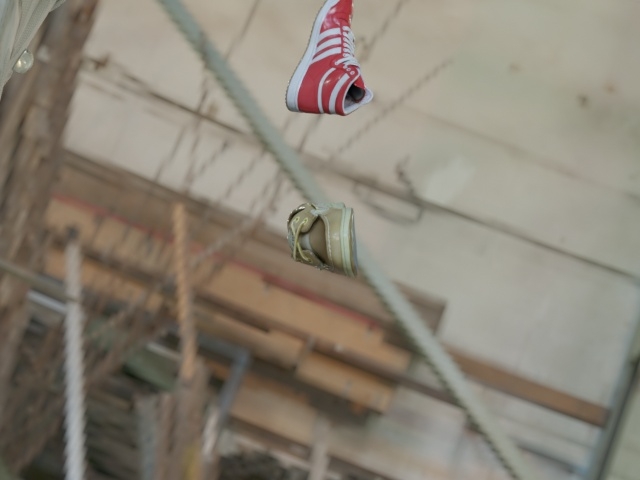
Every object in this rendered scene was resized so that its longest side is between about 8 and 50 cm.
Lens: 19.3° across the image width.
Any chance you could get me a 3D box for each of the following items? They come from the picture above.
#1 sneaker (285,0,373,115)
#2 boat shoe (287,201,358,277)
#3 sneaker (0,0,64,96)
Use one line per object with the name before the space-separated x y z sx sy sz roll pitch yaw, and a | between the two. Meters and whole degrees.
sneaker | 0.021 -0.157 1.597 0.067 0.118 0.042 13 -19 28
boat shoe | 0.000 0.000 1.279 0.045 0.050 0.135 -3 4 -4
sneaker | -0.170 -0.037 0.783 0.169 0.257 0.447 32 -47 8
